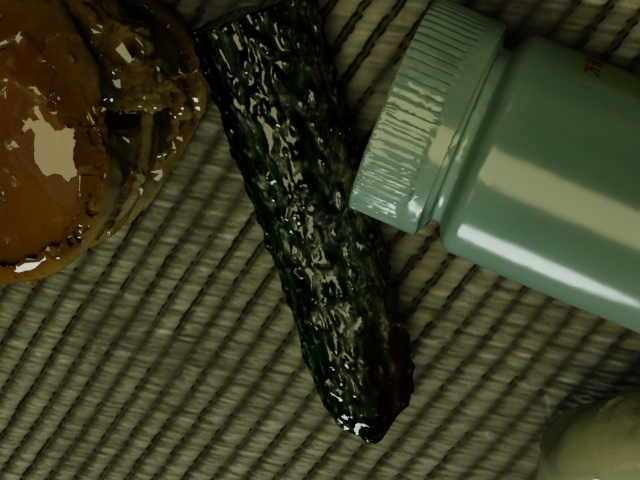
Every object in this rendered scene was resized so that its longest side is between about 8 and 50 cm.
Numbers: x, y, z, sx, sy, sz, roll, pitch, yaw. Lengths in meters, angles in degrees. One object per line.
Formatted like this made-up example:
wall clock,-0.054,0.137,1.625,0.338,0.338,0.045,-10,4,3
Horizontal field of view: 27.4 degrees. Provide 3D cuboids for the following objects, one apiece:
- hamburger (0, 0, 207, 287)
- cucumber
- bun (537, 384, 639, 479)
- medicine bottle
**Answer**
hamburger,-0.204,-0.098,0.931,0.260,0.211,0.245,-8,104,25
cucumber,0.000,0.000,0.969,0.096,0.096,0.359,-10,108,20
bun,0.251,0.157,0.958,0.183,0.102,0.183,7,149,4
medicine bottle,0.193,-0.031,0.863,0.318,0.158,0.158,24,117,6
